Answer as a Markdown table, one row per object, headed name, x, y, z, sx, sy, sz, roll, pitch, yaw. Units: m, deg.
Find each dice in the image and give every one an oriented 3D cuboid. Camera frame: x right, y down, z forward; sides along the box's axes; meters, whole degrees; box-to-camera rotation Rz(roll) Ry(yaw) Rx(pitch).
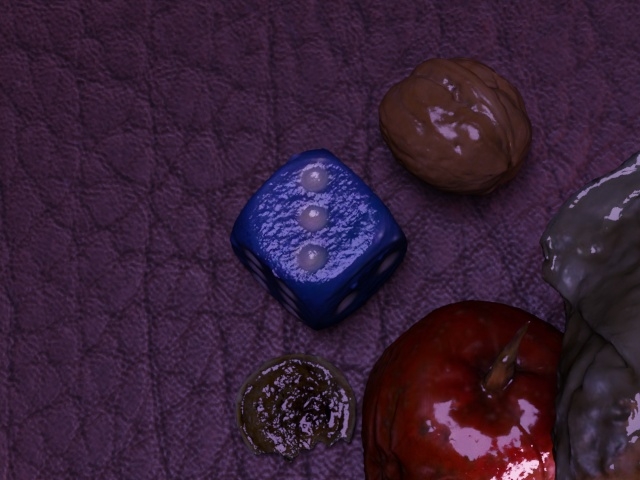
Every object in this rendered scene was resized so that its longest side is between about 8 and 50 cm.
| name | x | y | z | sx | sy | sz | roll | pitch | yaw |
| --- | --- | --- | --- | --- | --- | --- | --- | --- | --- |
| dice | 0.000 | 0.000 | 1.828 | 0.146 | 0.143 | 0.146 | -44 | 73 | -9 |

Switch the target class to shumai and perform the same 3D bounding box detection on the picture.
| name | x | y | z | sx | sy | sz | roll | pitch | yaw |
| --- | --- | --- | --- | --- | --- | --- | --- | --- | --- |
| shumai | 0.296 | 0.070 | 1.519 | 0.330 | 0.292 | 0.288 | -24 | 84 | -23 |

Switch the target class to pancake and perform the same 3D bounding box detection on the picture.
| name | x | y | z | sx | sy | sz | roll | pitch | yaw |
| --- | --- | --- | --- | --- | --- | --- | --- | --- | --- |
| pancake | -0.028 | 0.177 | 1.848 | 0.129 | 0.022 | 0.116 | -19 | 74 | -2 |

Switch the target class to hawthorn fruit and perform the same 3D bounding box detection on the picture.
| name | x | y | z | sx | sy | sz | roll | pitch | yaw |
| --- | --- | --- | --- | --- | --- | --- | --- | --- | --- |
| hawthorn fruit | 0.156 | 0.183 | 1.703 | 0.258 | 0.262 | 0.258 | 0 | 90 | 10 |

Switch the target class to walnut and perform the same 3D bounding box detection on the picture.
| name | x | y | z | sx | sy | sz | roll | pitch | yaw |
| --- | --- | --- | --- | --- | --- | --- | --- | --- | --- |
| walnut | 0.146 | -0.121 | 1.843 | 0.167 | 0.149 | 0.166 | 3 | 43 | -3 |
